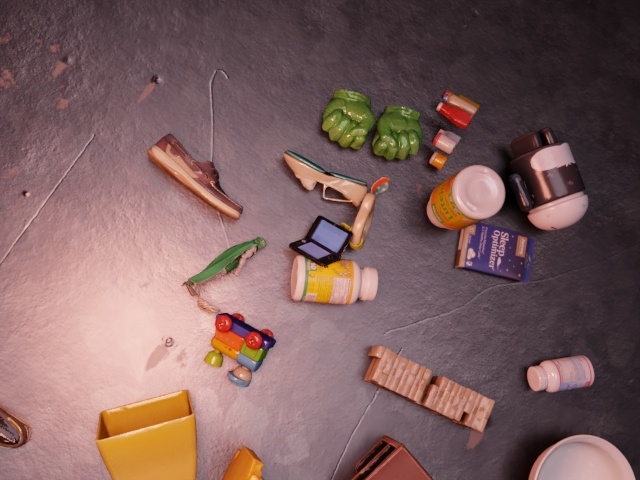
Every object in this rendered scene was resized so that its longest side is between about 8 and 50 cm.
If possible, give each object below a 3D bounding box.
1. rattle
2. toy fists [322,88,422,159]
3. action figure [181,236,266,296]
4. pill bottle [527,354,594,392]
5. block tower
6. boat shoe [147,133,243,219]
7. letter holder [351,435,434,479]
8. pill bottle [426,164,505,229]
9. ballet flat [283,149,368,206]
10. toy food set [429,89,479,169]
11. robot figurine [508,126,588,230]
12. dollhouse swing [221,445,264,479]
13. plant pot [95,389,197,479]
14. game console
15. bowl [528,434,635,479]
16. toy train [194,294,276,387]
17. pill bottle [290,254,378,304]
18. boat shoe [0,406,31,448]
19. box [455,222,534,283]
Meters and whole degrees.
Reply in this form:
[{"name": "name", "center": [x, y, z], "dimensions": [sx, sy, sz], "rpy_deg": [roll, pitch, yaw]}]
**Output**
[{"name": "rattle", "center": [0.083, -0.087, 1.811], "dimensions": [0.143, 0.130, 0.199], "rpy_deg": [22, 106, 28]}, {"name": "toy fists", "center": [0.143, -0.306, 1.870], "dimensions": [0.279, 0.096, 0.142], "rpy_deg": [14, 79, -11]}, {"name": "action figure", "center": [-0.229, 0.058, 1.731], "dimensions": [0.232, 0.137, 0.063], "rpy_deg": [-35, 104, -24]}, {"name": "pill bottle", "center": [0.648, 0.363, 1.876], "dimensions": [0.160, 0.087, 0.087], "rpy_deg": [-6, 83, -13]}, {"name": "block tower", "center": [0.272, 0.384, 1.791], "dimensions": [0.335, 0.091, 0.097], "rpy_deg": [28, 76, -6]}, {"name": "boat shoe", "center": [-0.302, -0.163, 1.750], "dimensions": [0.285, 0.103, 0.092], "rpy_deg": [37, 80, 2]}, {"name": "letter holder", "center": [0.201, 0.674, 1.701], "dimensions": [0.214, 0.152, 0.302], "rpy_deg": [-41, 91, -13]}, {"name": "pill bottle", "center": [0.366, -0.102, 1.807], "dimensions": [0.136, 0.246, 0.136], "rpy_deg": [2, 81, -11]}, {"name": "ballet flat", "center": [0.006, -0.156, 1.830], "dimensions": [0.248, 0.086, 0.086], "rpy_deg": [22, 77, -9]}, {"name": "toy food set", "center": [0.348, -0.320, 1.911], "dimensions": [0.104, 0.111, 0.232], "rpy_deg": [32, 77, 7]}, {"name": "robot figurine", "center": [0.624, -0.165, 1.914], "dimensions": [0.209, 0.173, 0.278], "rpy_deg": [-20, 86, 9]}, {"name": "dollhouse swing", "center": [-0.102, 0.680, 1.530], "dimensions": [0.305, 0.347, 0.315], "rpy_deg": [29, 76, -5]}, {"name": "plant pot", "center": [-0.381, 0.482, 1.585], "dimensions": [0.212, 0.212, 0.187], "rpy_deg": [-13, 96, -14]}, {"name": "game console", "center": [0.000, 0.000, 1.747], "dimensions": [0.107, 0.122, 0.071], "rpy_deg": [-20, 130, -46]}, {"name": "bowl", "center": [0.656, 0.652, 1.808], "dimensions": [0.298, 0.134, 0.297], "rpy_deg": [2, 81, -12]}, {"name": "toy train", "center": [-0.247, 0.245, 1.710], "dimensions": [0.248, 0.105, 0.143], "rpy_deg": [26, 94, 15]}, {"name": "pill bottle", "center": [0.035, 0.103, 1.770], "dimensions": [0.208, 0.117, 0.117], "rpy_deg": [6, 80, -11]}, {"name": "boat shoe", "center": [-0.769, 0.400, 1.576], "dimensions": [0.228, 0.069, 0.081], "rpy_deg": [29, 76, -6]}, {"name": "box", "center": [0.492, 0.032, 1.922], "dimensions": [0.225, 0.036, 0.136], "rpy_deg": [13, 79, -11]}]
